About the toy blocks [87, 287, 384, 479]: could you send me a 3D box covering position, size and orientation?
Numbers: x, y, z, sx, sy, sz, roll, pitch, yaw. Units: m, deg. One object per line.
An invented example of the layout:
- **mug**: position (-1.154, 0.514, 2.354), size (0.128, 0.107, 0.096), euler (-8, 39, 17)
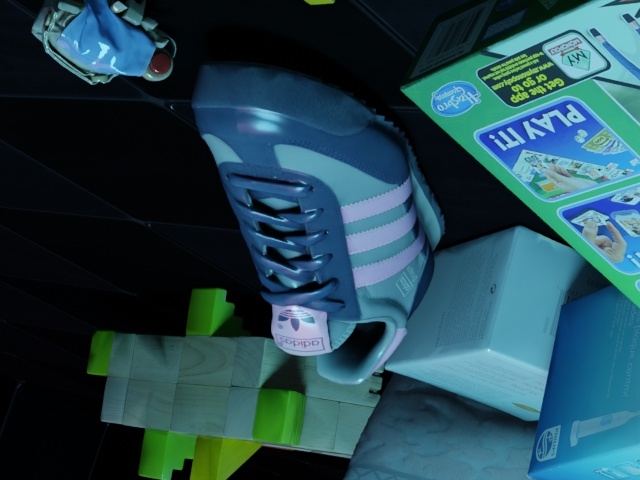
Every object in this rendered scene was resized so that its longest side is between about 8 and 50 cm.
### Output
- **toy blocks**: position (-0.039, 0.165, 1.603), size (0.261, 0.191, 0.381), euler (14, 170, -36)

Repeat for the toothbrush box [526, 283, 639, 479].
- **toothbrush box**: position (0.294, 0.094, 0.899), size (0.216, 0.126, 0.295), euler (22, 158, -17)

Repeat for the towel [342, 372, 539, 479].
- **towel**: position (0.188, 0.182, 1.171), size (0.331, 0.317, 0.053), euler (14, 125, 17)

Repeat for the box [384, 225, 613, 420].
- **box**: position (0.144, 0.064, 1.103), size (0.130, 0.091, 0.170), euler (21, 165, -18)

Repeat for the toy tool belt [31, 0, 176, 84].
- **toy tool belt**: position (-0.111, -0.109, 0.841), size (0.083, 0.052, 0.051), euler (24, 173, -26)

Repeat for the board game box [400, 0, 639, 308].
- **board game box**: position (0.203, -0.043, 0.523), size (0.213, 0.046, 0.317), euler (41, 148, -20)

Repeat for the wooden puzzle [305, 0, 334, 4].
- **wooden puzzle**: position (0.012, -0.130, 0.692), size (0.078, 0.014, 0.116), euler (23, 166, -39)

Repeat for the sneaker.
- **sneaker**: position (0.000, 0.000, 0.953), size (0.112, 0.131, 0.319), euler (11, 164, 25)
